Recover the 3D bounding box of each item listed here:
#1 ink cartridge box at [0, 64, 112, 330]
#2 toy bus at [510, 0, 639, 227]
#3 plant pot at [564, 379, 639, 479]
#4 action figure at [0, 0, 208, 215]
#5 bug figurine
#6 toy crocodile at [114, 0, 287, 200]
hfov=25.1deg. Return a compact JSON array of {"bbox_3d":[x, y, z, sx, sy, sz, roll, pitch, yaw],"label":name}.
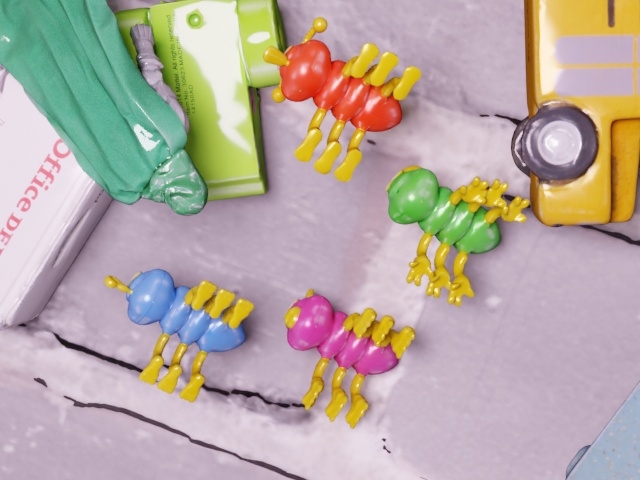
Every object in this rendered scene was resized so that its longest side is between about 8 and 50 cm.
[{"bbox_3d":[-0.259,-0.061,1.016,0.218,0.092,0.158,34,96,6],"label":"ink cartridge box"},{"bbox_3d":[0.191,-0.177,0.952,0.130,0.108,0.332,-2,93,4],"label":"toy bus"},{"bbox_3d":[0.298,0.170,0.900,0.252,0.247,0.248,38,97,18],"label":"plant pot"},{"bbox_3d":[-0.145,-0.107,0.924,0.137,0.063,0.232,-45,73,32],"label":"action figure"},{"bbox_3d":[0.000,0.000,0.969,0.216,0.072,0.279,31,108,-19],"label":"bug figurine"},{"bbox_3d":[-0.094,-0.194,0.994,0.115,0.105,0.340,-12,96,7],"label":"toy crocodile"}]
